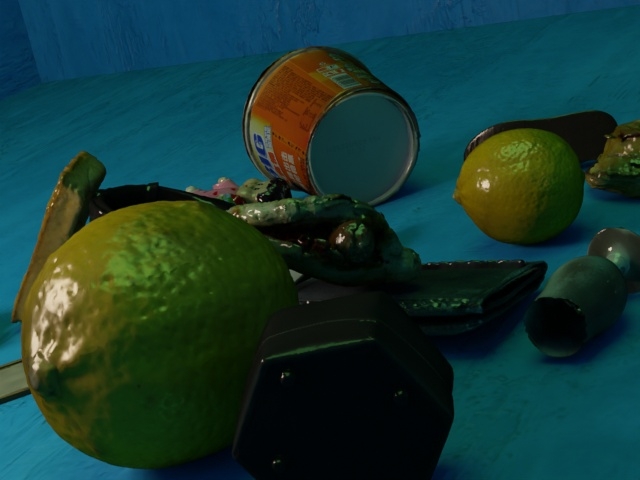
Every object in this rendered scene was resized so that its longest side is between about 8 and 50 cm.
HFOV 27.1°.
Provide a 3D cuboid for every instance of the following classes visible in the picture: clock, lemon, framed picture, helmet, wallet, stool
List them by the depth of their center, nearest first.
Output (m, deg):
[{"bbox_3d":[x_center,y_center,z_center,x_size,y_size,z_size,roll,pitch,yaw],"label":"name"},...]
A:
[{"bbox_3d":[0.024,0.175,1.364,0.232,0.232,0.141,-10,20,8],"label":"stool"},{"bbox_3d":[-0.184,0.108,1.555,0.336,0.336,0.336,-12,18,4],"label":"lemon"},{"bbox_3d":[0.116,0.082,1.819,0.342,0.075,0.237,-4,13,31],"label":"wallet"},{"bbox_3d":[-0.473,0.211,1.926,0.201,0.010,0.136,-18,18,-18],"label":"framed picture"},{"bbox_3d":[0.301,-0.081,2.009,0.203,0.178,0.178,-10,18,4],"label":"lemon"},{"bbox_3d":[-0.245,0.012,2.126,0.279,0.160,0.230,5,17,-36],"label":"helmet"},{"bbox_3d":[-0.154,-0.045,2.349,0.195,0.100,0.194,-10,22,16],"label":"clock"}]

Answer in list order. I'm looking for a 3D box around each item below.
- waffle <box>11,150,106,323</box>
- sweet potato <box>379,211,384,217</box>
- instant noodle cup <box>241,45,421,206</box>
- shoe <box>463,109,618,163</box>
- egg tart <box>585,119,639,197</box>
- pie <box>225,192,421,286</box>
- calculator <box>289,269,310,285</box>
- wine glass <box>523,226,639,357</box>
[{"bbox_3d":[-0.427,0.000,2.168,0.057,0.274,0.168,22,18,-4],"label":"waffle"},{"bbox_3d":[0.041,0.016,2.099,0.057,0.057,0.264,-1,25,33],"label":"sweet potato"},{"bbox_3d":[0.030,-0.193,2.410,0.296,0.296,0.214,-19,27,-19],"label":"instant noodle cup"},{"bbox_3d":[0.388,-0.164,2.335,0.275,0.103,0.098,-8,0,15],"label":"shoe"},{"bbox_3d":[0.544,-0.144,2.163,0.241,0.106,0.241,-12,13,3],"label":"egg tart"},{"bbox_3d":[-0.007,-0.001,1.737,0.257,0.105,0.274,9,-6,28],"label":"pie"},{"bbox_3d":[-0.125,0.103,1.951,0.161,0.021,0.261,-11,18,33],"label":"calculator"},{"bbox_3d":[0.340,0.067,1.668,0.103,0.103,0.222,1,23,37],"label":"wine glass"}]
